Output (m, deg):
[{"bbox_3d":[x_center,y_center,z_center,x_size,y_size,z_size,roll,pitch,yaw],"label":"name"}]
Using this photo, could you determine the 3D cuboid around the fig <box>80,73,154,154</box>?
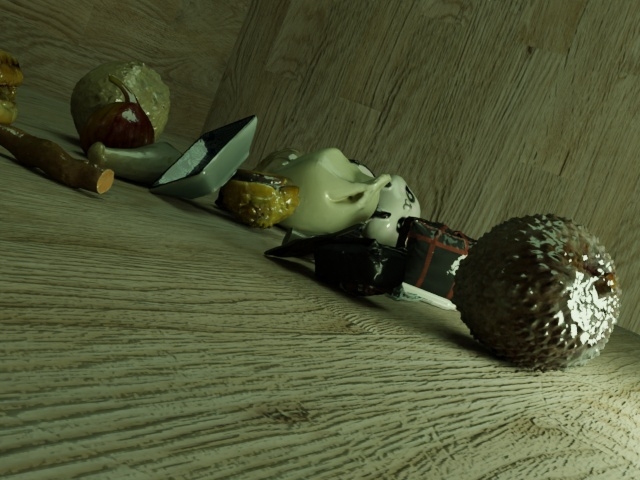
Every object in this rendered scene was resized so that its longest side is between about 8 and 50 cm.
[{"bbox_3d":[-0.474,-0.279,2.018,0.175,0.207,0.175,23,-5,2],"label":"fig"}]

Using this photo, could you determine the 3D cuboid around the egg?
[{"bbox_3d":[-0.535,-0.355,2.251,0.279,0.279,0.310,21,21,-4],"label":"egg"}]

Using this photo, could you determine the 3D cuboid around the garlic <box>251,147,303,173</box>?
[{"bbox_3d":[-0.100,-0.141,2.396,0.212,0.219,0.218,50,-2,-16],"label":"garlic"}]

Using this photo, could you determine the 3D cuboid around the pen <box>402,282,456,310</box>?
[{"bbox_3d":[0.207,0.113,1.808,0.218,0.026,0.026,21,6,-9],"label":"pen"}]

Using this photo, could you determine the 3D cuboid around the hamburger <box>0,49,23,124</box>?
[{"bbox_3d":[-0.787,-0.358,1.859,0.245,0.162,0.244,16,12,-3],"label":"hamburger"}]

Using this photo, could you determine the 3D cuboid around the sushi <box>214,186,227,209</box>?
[{"bbox_3d":[-0.203,-0.107,2.033,0.094,0.084,0.098,18,1,2],"label":"sushi"}]

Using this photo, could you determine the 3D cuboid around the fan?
[{"bbox_3d":[0.000,0.000,1.555,0.220,0.009,0.132,-22,-17,40],"label":"fan"}]

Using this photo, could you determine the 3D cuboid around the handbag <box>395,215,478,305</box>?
[{"bbox_3d":[0.274,0.047,1.953,0.216,0.169,0.155,20,6,-9],"label":"handbag"}]

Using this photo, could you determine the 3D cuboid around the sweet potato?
[{"bbox_3d":[-0.500,-0.153,1.500,0.281,0.059,0.067,24,18,19],"label":"sweet potato"}]

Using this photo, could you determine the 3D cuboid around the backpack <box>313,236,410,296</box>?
[{"bbox_3d":[0.066,0.049,1.519,0.165,0.105,0.120,-1,-8,42],"label":"backpack"}]

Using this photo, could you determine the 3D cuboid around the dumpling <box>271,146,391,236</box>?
[{"bbox_3d":[0.003,-0.117,2.161,0.395,0.233,0.315,-8,-2,21],"label":"dumpling"}]

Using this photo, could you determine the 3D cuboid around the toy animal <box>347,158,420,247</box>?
[{"bbox_3d":[0.161,-0.104,2.625,0.310,0.250,0.251,28,4,-17],"label":"toy animal"}]

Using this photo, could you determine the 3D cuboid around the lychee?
[{"bbox_3d":[0.383,0.097,1.478,0.300,0.299,0.300,22,6,-2],"label":"lychee"}]

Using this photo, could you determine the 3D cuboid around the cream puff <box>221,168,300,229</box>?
[{"bbox_3d":[-0.137,-0.092,1.905,0.189,0.129,0.189,7,8,-1],"label":"cream puff"}]

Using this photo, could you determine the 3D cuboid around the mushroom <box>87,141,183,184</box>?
[{"bbox_3d":[-0.402,-0.177,1.894,0.118,0.103,0.270,25,12,25],"label":"mushroom"}]

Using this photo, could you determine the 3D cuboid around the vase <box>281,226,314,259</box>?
[{"bbox_3d":[-0.026,0.015,1.735,0.101,0.053,0.053,24,5,-15],"label":"vase"}]

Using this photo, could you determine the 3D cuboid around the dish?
[{"bbox_3d":[-0.243,-0.168,1.860,0.182,0.243,0.080,-13,-60,40],"label":"dish"}]

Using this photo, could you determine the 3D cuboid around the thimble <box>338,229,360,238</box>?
[{"bbox_3d":[0.049,-0.017,2.229,0.104,0.066,0.095,20,7,-45],"label":"thimble"}]

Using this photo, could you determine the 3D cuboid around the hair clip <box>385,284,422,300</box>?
[{"bbox_3d":[0.176,0.106,1.717,0.030,0.039,0.115,32,8,31],"label":"hair clip"}]
